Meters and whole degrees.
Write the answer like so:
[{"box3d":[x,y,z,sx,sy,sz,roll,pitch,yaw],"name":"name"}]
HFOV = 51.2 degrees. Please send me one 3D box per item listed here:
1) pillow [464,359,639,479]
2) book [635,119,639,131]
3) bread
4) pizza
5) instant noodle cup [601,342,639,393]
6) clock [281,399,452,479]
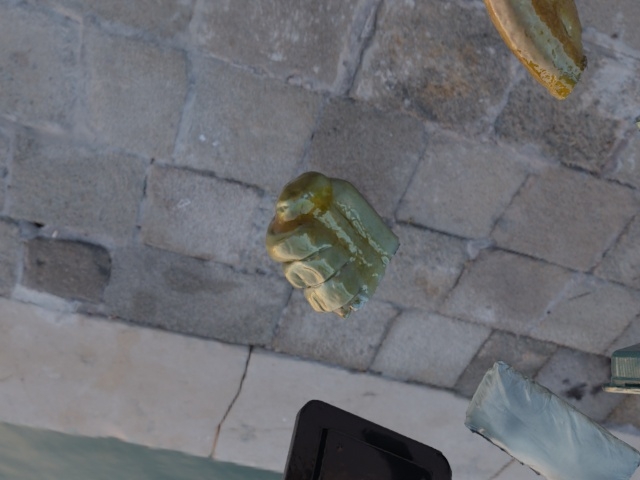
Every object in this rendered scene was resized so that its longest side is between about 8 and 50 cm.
[{"box3d":[0.314,0.273,0.923,0.229,0.051,0.128,34,121,20],"name":"pillow"},{"box3d":[0.450,-0.168,0.789,0.103,0.135,0.017,-31,95,-10],"name":"book"},{"box3d":[0.000,0.000,1.650,0.210,0.301,0.341,-19,124,45],"name":"bread"},{"box3d":[0.202,-0.276,0.674,0.056,0.134,0.271,-15,116,48],"name":"pizza"},{"box3d":[0.552,0.197,1.055,0.157,0.070,0.179,-8,176,-26],"name":"instant noodle cup"},{"box3d":[0.066,0.387,0.928,0.278,0.274,0.049,26,141,-17],"name":"clock"}]
